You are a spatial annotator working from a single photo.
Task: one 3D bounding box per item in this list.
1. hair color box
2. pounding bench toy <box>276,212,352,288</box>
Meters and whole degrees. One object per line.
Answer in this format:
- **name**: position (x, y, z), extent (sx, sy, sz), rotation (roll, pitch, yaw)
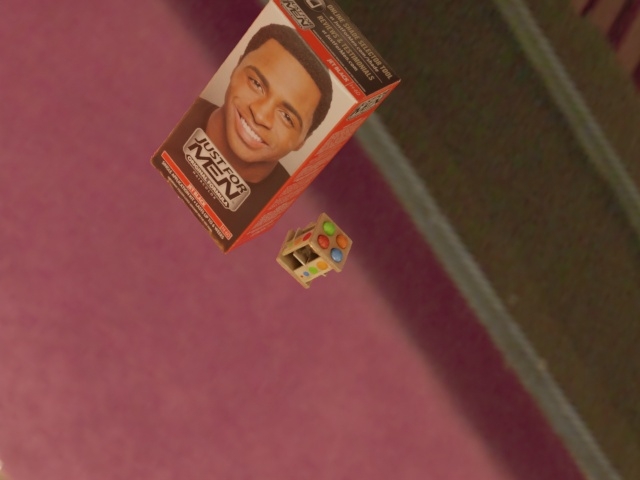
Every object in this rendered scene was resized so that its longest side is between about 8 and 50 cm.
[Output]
- **hair color box**: position (-0.027, -0.063, 0.873), extent (0.072, 0.043, 0.141), rotation (50, 132, 9)
- **pounding bench toy**: position (0.000, 0.000, 1.880), extent (0.065, 0.083, 0.052), rotation (-28, 117, 38)
